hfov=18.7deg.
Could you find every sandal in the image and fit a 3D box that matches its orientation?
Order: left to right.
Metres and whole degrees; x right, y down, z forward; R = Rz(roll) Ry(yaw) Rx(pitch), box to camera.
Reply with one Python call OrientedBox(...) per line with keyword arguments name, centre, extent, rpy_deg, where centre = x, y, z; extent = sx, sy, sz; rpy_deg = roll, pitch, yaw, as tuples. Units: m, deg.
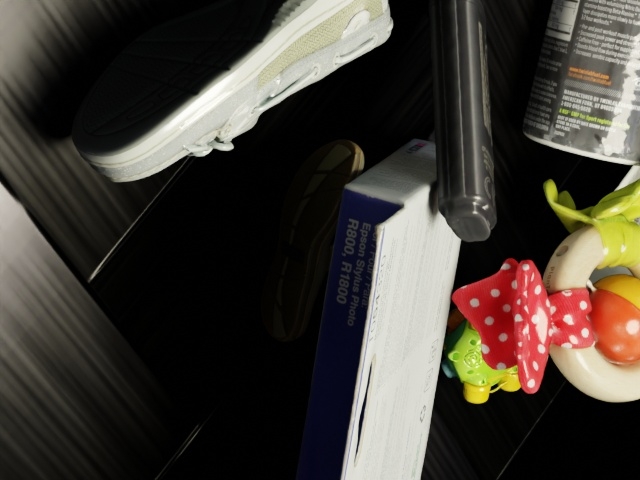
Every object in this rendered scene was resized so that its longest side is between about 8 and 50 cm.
OrientedBox(name="sandal", centre=(0.000, 0.000, 1.620), extent=(0.049, 0.072, 0.180), rpy_deg=(6, 108, -36))

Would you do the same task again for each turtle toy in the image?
OrientedBox(name="turtle toy", centre=(0.160, 0.094, 1.841), extent=(0.130, 0.066, 0.095), rpy_deg=(-14, 116, -45))

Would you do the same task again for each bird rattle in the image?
OrientedBox(name="bird rattle", centre=(0.254, 0.054, 1.758), extent=(0.207, 0.143, 0.253), rpy_deg=(46, 51, -18))

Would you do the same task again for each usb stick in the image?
OrientedBox(name="usb stick", centre=(0.116, -0.135, 1.612), extent=(0.077, 0.045, 0.278), rpy_deg=(58, 27, -62))

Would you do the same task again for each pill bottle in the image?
OrientedBox(name="pill bottle", centre=(0.275, -0.201, 1.795), extent=(0.130, 0.130, 0.245), rpy_deg=(2, 105, -48))

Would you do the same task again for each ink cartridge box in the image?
OrientedBox(name="ink cartridge box", centre=(0.040, 0.100, 1.611), extent=(0.330, 0.071, 0.324), rpy_deg=(-32, 133, -69))

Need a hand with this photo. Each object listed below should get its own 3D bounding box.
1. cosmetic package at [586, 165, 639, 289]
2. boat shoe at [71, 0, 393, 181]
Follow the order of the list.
OrientedBox(name="cosmetic package", centre=(0.517, 0.057, 1.993), extent=(0.329, 0.327, 0.394), rpy_deg=(-53, 138, -6))
OrientedBox(name="boat shoe", centre=(-0.054, -0.129, 1.477), extent=(0.320, 0.118, 0.103), rpy_deg=(-43, 129, -37))
